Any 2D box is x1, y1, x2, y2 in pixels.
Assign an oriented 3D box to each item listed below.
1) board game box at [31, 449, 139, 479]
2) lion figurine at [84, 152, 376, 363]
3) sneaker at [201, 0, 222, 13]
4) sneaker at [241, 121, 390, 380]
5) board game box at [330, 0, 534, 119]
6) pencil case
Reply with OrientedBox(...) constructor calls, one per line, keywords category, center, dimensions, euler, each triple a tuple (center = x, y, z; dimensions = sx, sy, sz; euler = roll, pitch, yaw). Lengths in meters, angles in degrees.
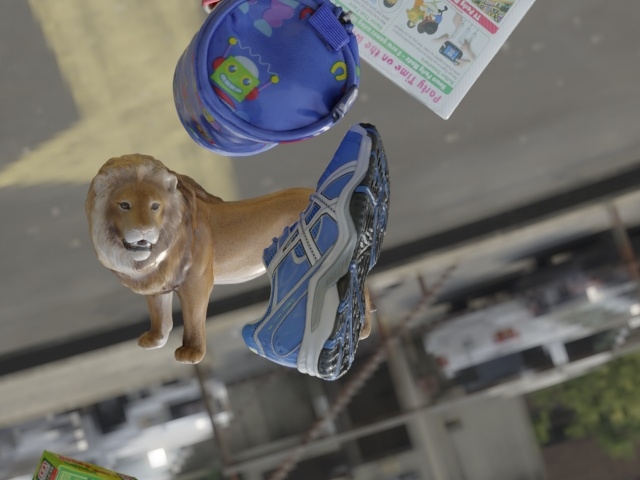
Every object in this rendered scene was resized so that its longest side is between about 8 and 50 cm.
OrientedBox(category="board game box", center=(-0.224, 0.279, 1.639), dimensions=(0.092, 0.181, 0.043), euler=(22, -178, -30))
OrientedBox(category="lion figurine", center=(-0.092, 0.005, 2.206), dimensions=(0.392, 0.240, 0.142), euler=(-9, -163, -35))
OrientedBox(category="sneaker", center=(-0.110, -0.353, 2.397), dimensions=(0.136, 0.314, 0.116), euler=(-40, 137, 6))
OrientedBox(category="sneaker", center=(0.000, 0.000, 1.460), dimensions=(0.081, 0.211, 0.080), euler=(8, 153, 19))
OrientedBox(category="board game box", center=(0.107, -0.287, 1.610), dimensions=(0.224, 0.097, 0.303), euler=(34, 96, -38))
OrientedBox(category="pencil case", center=(-0.047, -0.132, 1.520), dimensions=(0.133, 0.119, 0.306), euler=(-31, -175, -7))
